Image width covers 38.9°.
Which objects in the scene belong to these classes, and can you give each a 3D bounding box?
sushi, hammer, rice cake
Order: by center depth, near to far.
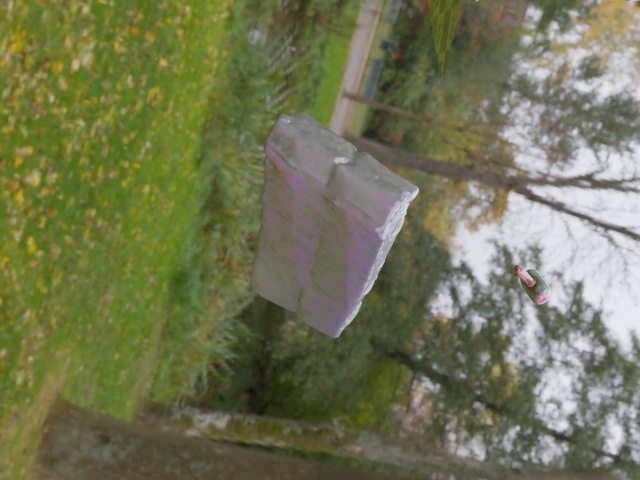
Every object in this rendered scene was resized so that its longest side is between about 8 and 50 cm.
[{"bbox_3d":[0.001,0.002,0.718,0.050,0.106,0.298,-52,171,-21],"label":"rice cake"},{"bbox_3d":[0.185,-0.361,1.105,0.290,0.050,0.264,-87,-176,-55],"label":"sushi"},{"bbox_3d":[0.285,0.053,1.245,0.031,0.083,0.052,-39,-131,13],"label":"hammer"}]
